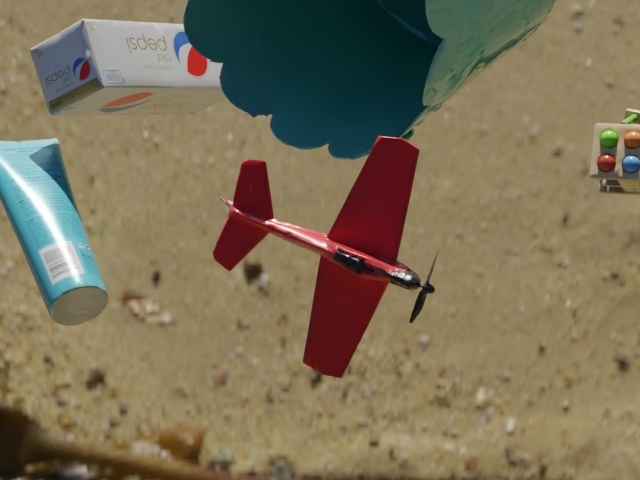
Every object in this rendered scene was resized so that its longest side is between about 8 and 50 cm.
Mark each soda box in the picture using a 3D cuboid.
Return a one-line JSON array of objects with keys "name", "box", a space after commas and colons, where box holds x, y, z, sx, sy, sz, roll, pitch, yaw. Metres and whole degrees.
[{"name": "soda box", "box": [-0.169, -0.161, 1.714, 0.216, 0.074, 0.069, -6, 75, -56]}]

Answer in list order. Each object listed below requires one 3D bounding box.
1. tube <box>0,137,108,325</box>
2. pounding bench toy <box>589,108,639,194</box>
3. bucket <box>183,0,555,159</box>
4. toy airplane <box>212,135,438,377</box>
[{"name": "tube", "box": [-0.243, -0.019, 1.611, 0.080, 0.052, 0.207, 0, 47, -32]}, {"name": "pounding bench toy", "box": [0.283, -0.091, 1.685, 0.052, 0.065, 0.083, 3, 77, 19]}, {"name": "bucket", "box": [0.035, -0.218, 1.352, 0.281, 0.281, 0.183, 41, 47, 22]}, {"name": "toy airplane", "box": [0.000, 0.000, 1.063, 0.151, 0.028, 0.151, 2, 95, 24]}]
